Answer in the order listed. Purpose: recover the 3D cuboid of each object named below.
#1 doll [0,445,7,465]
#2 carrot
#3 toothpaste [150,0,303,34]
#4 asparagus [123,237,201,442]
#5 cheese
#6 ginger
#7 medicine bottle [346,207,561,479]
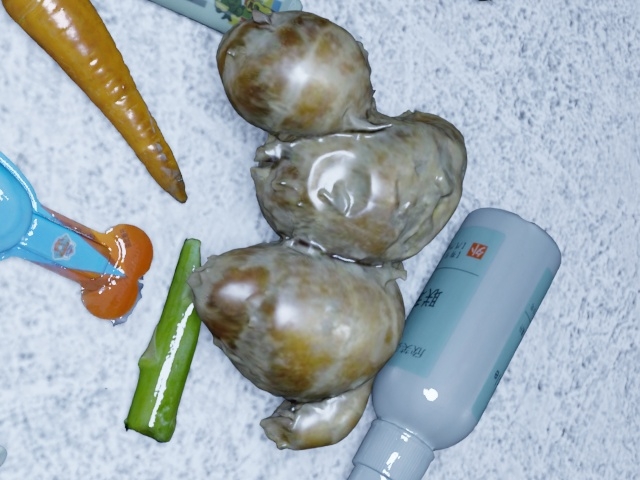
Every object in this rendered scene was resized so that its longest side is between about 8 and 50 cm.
[{"bbox_3d":[-0.291,0.206,0.649,0.099,0.135,0.241,-13,92,4],"label":"doll"},{"bbox_3d":[-0.183,-0.138,0.752,0.061,0.061,0.256,-45,110,-23],"label":"carrot"},{"bbox_3d":[-0.128,-0.233,0.801,0.255,0.037,0.067,16,79,-31],"label":"toothpaste"},{"bbox_3d":[-0.127,0.085,0.778,0.045,0.041,0.178,11,78,17],"label":"asparagus"},{"bbox_3d":[-0.253,-0.015,0.718,0.256,0.037,0.106,29,75,-26],"label":"cheese"},{"bbox_3d":[0.000,0.000,0.780,0.256,0.176,0.375,9,93,-38],"label":"ginger"},{"bbox_3d":[0.114,0.134,0.866,0.110,0.110,0.351,40,70,-21],"label":"medicine bottle"}]
